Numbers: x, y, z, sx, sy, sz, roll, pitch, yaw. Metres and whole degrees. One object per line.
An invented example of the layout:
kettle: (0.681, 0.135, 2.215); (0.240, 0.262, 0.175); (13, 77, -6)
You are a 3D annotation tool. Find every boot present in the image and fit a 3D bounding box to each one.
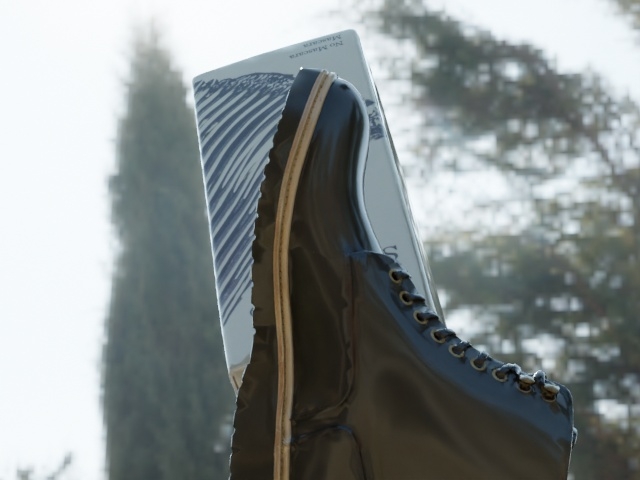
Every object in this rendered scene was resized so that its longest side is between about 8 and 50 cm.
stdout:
boot: (0.042, 0.033, 0.662); (0.137, 0.197, 0.077); (3, -6, 9)

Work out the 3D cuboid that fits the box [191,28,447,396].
box: (0.000, 0.000, 0.918); (0.113, 0.275, 0.094); (-18, -53, 3)
